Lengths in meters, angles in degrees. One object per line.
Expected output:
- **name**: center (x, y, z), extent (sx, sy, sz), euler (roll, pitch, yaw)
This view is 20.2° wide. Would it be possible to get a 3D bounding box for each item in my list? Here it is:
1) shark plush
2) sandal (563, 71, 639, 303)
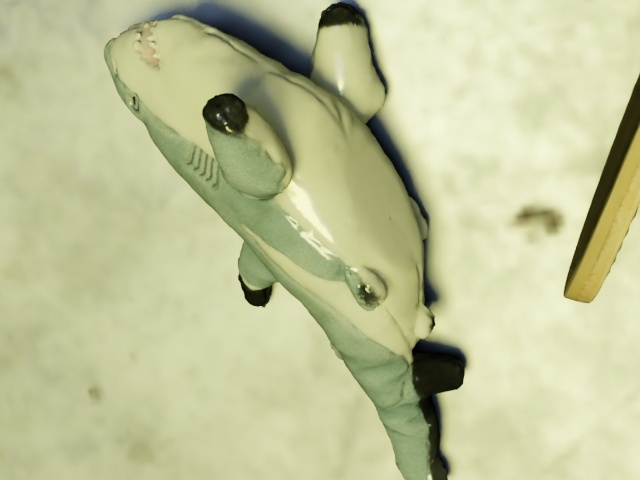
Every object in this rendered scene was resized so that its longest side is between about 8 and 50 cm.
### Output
- **shark plush**: center (0.000, 0.000, 0.530), extent (0.067, 0.073, 0.161), euler (-17, 120, 39)
- **sandal**: center (0.136, -0.082, 0.437), extent (0.079, 0.088, 0.240), euler (20, 102, 4)
